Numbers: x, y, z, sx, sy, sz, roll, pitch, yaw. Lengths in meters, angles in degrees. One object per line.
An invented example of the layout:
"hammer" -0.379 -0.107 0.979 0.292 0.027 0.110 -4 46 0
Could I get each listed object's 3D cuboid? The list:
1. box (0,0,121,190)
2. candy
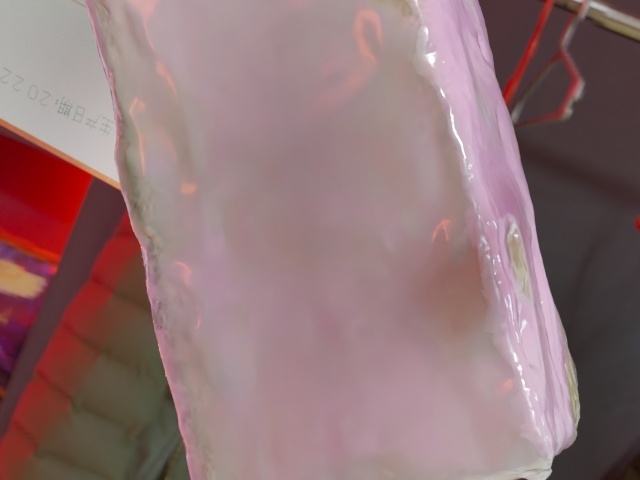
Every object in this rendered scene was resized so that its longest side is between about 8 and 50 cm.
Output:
"box" -0.232 -0.284 1.092 0.349 0.318 0.257 28 25 -13
"candy" 0.005 -0.019 0.449 0.156 0.265 0.116 -16 -6 18
